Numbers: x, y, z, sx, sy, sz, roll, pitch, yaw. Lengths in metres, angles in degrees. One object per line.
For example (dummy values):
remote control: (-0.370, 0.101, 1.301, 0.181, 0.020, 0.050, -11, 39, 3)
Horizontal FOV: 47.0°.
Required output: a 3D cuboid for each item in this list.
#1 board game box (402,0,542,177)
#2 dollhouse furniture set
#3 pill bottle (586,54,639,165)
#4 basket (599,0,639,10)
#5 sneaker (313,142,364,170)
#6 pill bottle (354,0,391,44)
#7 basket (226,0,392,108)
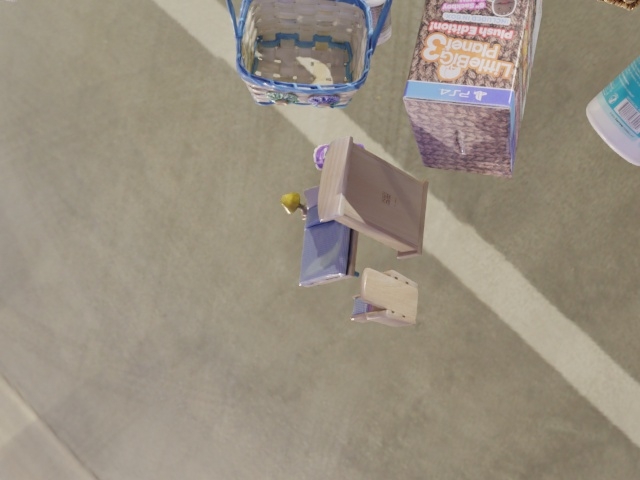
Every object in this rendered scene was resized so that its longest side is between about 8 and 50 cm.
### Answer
board game box: (0.233, -0.274, 1.076, 0.141, 0.232, 0.291, 9, 75, 18)
dollhouse furniture set: (0.000, 0.000, 1.276, 0.303, 0.198, 0.287, -14, 60, 46)
pill bottle: (0.572, -0.254, 1.182, 0.146, 0.146, 0.264, 47, 123, 5)
basket: (0.467, -0.577, 1.250, 0.299, 0.214, 0.223, 22, 165, 8)
sneaker: (0.051, -0.241, 2.019, 0.071, 0.169, 0.068, -4, 106, 52)
pill bottle: (0.104, -0.474, 1.496, 0.078, 0.078, 0.137, 21, 148, 23)
basket: (-0.020, -0.340, 1.225, 0.254, 0.201, 0.289, 2, 158, -1)
